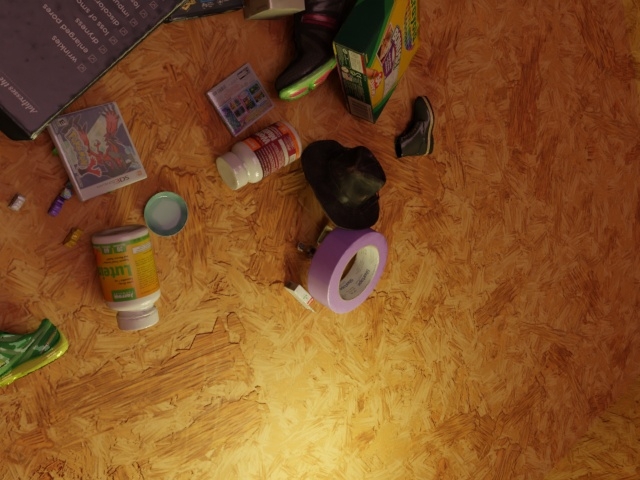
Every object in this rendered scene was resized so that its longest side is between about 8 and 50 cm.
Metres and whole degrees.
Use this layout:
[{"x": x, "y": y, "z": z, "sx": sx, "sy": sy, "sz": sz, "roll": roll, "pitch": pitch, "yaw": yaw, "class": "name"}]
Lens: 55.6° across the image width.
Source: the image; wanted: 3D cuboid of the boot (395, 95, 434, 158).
[{"x": 0.302, "y": -0.371, "z": 2.003, "sx": 0.137, "sy": 0.077, "sz": 0.198, "roll": -15, "pitch": 104, "yaw": -26, "class": "boot"}]

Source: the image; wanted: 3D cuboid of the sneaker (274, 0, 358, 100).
[{"x": -0.011, "y": -0.605, "z": 1.727, "sx": 0.202, "sy": 0.185, "sz": 0.482, "roll": 31, "pitch": 78, "yaw": -11, "class": "sneaker"}]

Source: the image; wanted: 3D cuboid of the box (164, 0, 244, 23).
[{"x": -0.320, "y": -0.666, "z": 1.558, "sx": 0.220, "sy": 0.051, "sz": 0.175, "roll": -22, "pitch": 108, "yaw": -29, "class": "box"}]

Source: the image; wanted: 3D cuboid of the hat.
[{"x": 0.105, "y": -0.187, "z": 1.768, "sx": 0.331, "sy": 0.134, "sz": 0.331, "roll": 29, "pitch": 47, "yaw": -36, "class": "hat"}]

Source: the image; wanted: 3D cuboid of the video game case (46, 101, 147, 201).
[{"x": -0.533, "y": -0.216, "z": 1.457, "sx": 0.183, "sy": 0.023, "sz": 0.201, "roll": -31, "pitch": 105, "yaw": -42, "class": "video game case"}]

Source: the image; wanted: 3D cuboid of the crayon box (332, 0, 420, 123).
[{"x": 0.175, "y": -0.566, "z": 1.748, "sx": 0.313, "sy": 0.106, "sz": 0.363, "roll": -59, "pitch": 163, "yaw": -11, "class": "crayon box"}]

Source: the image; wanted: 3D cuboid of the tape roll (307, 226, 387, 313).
[{"x": 0.085, "y": 0.081, "z": 1.846, "sx": 0.275, "sy": 0.090, "sz": 0.274, "roll": -33, "pitch": 139, "yaw": -35, "class": "tape roll"}]

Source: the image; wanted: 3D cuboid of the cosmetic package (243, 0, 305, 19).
[{"x": -0.138, "y": -0.755, "z": 1.603, "sx": 0.113, "sy": 0.160, "sz": 0.309, "roll": -11, "pitch": 102, "yaw": -31, "class": "cosmetic package"}]

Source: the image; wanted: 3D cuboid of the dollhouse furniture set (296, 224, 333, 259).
[{"x": 0.000, "y": 0.000, "z": 1.846, "sx": 0.091, "sy": 0.081, "sz": 0.114, "roll": 36, "pitch": 77, "yaw": -32, "class": "dollhouse furniture set"}]

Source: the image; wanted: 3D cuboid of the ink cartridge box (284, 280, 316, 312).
[{"x": -0.053, "y": 0.172, "z": 1.846, "sx": 0.029, "sy": 0.063, "sz": 0.115, "roll": -51, "pitch": 120, "yaw": -14, "class": "ink cartridge box"}]

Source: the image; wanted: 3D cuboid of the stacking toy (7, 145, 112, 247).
[{"x": -0.607, "y": -0.116, "z": 1.451, "sx": 0.167, "sy": 0.052, "sz": 0.221, "roll": 39, "pitch": 73, "yaw": -33, "class": "stacking toy"}]

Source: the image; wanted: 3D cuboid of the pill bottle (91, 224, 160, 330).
[{"x": -0.476, "y": 0.093, "z": 1.511, "sx": 0.136, "sy": 0.136, "sz": 0.245, "roll": -16, "pitch": 105, "yaw": -31, "class": "pill bottle"}]

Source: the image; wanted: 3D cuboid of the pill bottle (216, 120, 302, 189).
[{"x": -0.169, "y": -0.234, "z": 1.678, "sx": 0.221, "sy": 0.121, "sz": 0.121, "roll": -33, "pitch": 114, "yaw": -26, "class": "pill bottle"}]

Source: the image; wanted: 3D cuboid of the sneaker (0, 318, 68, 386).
[{"x": -0.742, "y": 0.273, "z": 1.397, "sx": 0.295, "sy": 0.109, "sz": 0.123, "roll": -25, "pitch": 87, "yaw": -27, "class": "sneaker"}]

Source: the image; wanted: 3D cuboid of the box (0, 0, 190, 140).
[{"x": -0.617, "y": -0.534, "z": 1.234, "sx": 0.472, "sy": 0.297, "sz": 0.480, "roll": -50, "pitch": 120, "yaw": -19, "class": "box"}]

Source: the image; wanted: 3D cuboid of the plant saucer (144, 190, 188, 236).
[{"x": -0.409, "y": -0.071, "z": 1.602, "sx": 0.119, "sy": 0.021, "sz": 0.119, "roll": -6, "pitch": 100, "yaw": -33, "class": "plant saucer"}]

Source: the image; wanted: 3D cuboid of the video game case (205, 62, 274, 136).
[{"x": -0.221, "y": -0.389, "z": 1.683, "sx": 0.157, "sy": 0.019, "sz": 0.143, "roll": -43, "pitch": 118, "yaw": -22, "class": "video game case"}]
